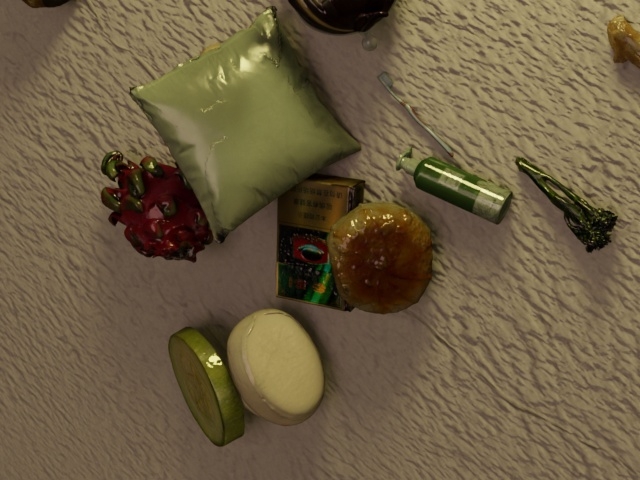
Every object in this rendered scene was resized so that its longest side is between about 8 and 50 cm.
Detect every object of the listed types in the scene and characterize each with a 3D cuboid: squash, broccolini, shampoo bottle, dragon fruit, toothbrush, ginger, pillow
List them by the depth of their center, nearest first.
[{"bbox_3d":[0.482,-0.281,1.363,0.137,0.044,0.057,40,148,21],"label":"ginger"},{"bbox_3d":[0.396,-0.069,1.478,0.074,0.058,0.201,-46,64,16],"label":"broccolini"},{"bbox_3d":[0.221,-0.097,1.549,0.205,0.065,0.065,27,115,21],"label":"shampoo bottle"},{"bbox_3d":[0.165,-0.216,1.572,0.019,0.013,0.193,-44,80,22],"label":"toothbrush"},{"bbox_3d":[-0.132,-0.206,1.608,0.310,0.119,0.312,-33,96,-9],"label":"pillow"},{"bbox_3d":[-0.329,-0.065,1.794,0.273,0.218,0.198,9,71,32],"label":"dragon fruit"},{"bbox_3d":[-0.236,0.292,1.847,0.252,0.049,0.252,45,149,37],"label":"squash"}]

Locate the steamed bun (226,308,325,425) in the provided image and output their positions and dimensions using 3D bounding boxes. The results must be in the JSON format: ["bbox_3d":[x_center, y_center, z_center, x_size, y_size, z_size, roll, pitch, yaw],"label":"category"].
[{"bbox_3d":[-0.092,0.247,1.755,0.131,0.177,0.228,-26,95,53],"label":"steamed bun"}]

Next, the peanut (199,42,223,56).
[{"bbox_3d":[-0.204,-0.252,1.712,0.120,0.110,0.236,23,112,31],"label":"peanut"}]

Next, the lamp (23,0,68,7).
[{"bbox_3d":[-0.564,-0.560,1.804,0.185,0.161,0.161,46,120,12],"label":"lamp"}]

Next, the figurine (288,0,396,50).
[{"bbox_3d":[0.008,-0.490,1.503,0.281,0.167,0.369,-25,81,3],"label":"figurine"}]

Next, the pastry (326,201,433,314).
[{"bbox_3d":[0.103,0.032,1.592,0.182,0.093,0.192,-3,106,-5],"label":"pastry"}]

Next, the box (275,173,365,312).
[{"bbox_3d":[0.000,0.000,1.691,0.159,0.071,0.240,8,107,24],"label":"box"}]
